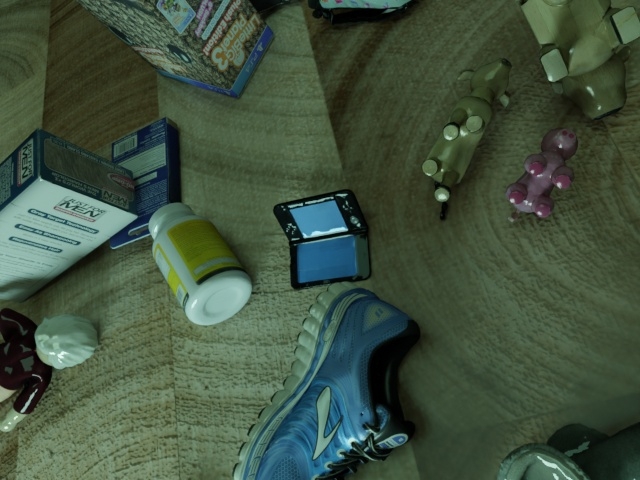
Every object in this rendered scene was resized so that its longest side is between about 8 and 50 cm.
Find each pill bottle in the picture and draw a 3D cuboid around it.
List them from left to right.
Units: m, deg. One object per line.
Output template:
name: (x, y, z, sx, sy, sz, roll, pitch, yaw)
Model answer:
pill bottle: (-0.186, 0.028, 0.726, 0.103, 0.103, 0.184, -43, 59, 5)

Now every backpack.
backpack: (0.074, -0.428, 0.768, 0.181, 0.115, 0.152, 18, 77, 27)

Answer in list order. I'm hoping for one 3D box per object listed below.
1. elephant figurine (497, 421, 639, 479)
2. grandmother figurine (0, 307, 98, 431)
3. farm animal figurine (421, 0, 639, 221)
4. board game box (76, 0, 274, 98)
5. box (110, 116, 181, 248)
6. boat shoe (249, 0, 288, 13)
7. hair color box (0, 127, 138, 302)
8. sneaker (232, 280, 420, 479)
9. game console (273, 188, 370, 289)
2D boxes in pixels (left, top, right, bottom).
elephant figurine: (0.229, 0.239, 0.425, 0.239, 0.169, 0.186, -12, 36, 38)
grandmother figurine: (-0.531, 0.211, 0.834, 0.342, 0.104, 0.208, -22, 90, 14)
farm animal figurine: (0.266, -0.200, 0.547, 0.329, 0.172, 0.327, -5, 110, 24)
board game box: (-0.262, -0.399, 0.816, 0.231, 0.291, 0.141, 25, 84, 32)
box: (-0.316, -0.100, 0.877, 0.136, 0.036, 0.226, -18, 64, 19)
boat shoe: (-0.057, -0.469, 0.871, 0.206, 0.075, 0.065, -34, 57, 6)
hair color box: (-0.498, -0.024, 0.833, 0.347, 0.173, 0.105, -30, 60, 22)
sneaker: (0.016, 0.214, 0.542, 0.147, 0.129, 0.330, 17, 79, 32)
game console: (0.000, 0.000, 0.668, 0.122, 0.107, 0.071, -10, 38, 22)
